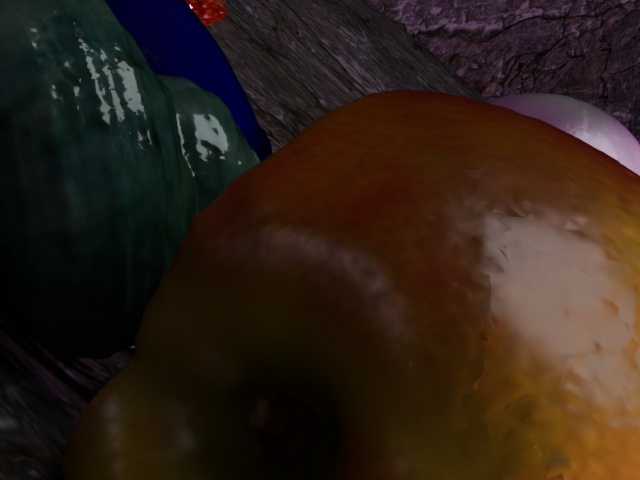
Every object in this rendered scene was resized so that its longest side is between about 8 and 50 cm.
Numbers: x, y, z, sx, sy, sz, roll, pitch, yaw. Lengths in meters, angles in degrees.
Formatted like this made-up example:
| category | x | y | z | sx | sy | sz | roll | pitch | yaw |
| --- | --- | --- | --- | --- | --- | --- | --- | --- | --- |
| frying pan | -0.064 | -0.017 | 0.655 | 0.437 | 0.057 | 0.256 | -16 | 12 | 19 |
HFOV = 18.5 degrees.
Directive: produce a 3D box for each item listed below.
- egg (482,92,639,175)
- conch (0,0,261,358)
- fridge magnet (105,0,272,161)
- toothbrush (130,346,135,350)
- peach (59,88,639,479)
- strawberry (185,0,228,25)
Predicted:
| category | x | y | z | sx | sy | sz | roll | pitch | yaw |
| --- | --- | --- | --- | --- | --- | --- | --- | --- | --- |
| egg | 0.117 | 0.009 | 1.232 | 0.196 | 0.271 | 0.196 | 11 | 48 | -13 |
| conch | -0.113 | -0.040 | 0.862 | 0.202 | 0.134 | 0.196 | 38 | 13 | -24 |
| fridge magnet | -0.139 | -0.119 | 1.151 | 0.265 | 0.112 | 0.265 | 41 | 11 | -10 |
| toothbrush | -0.002 | 0.108 | 1.013 | 0.286 | 0.020 | 0.025 | 37 | 18 | -29 |
| peach | 0.107 | 0.102 | 0.848 | 0.306 | 0.242 | 0.380 | 43 | 9 | 25 |
| strawberry | -0.195 | -0.265 | 1.588 | 0.286 | 0.106 | 0.188 | 52 | 10 | -25 |
